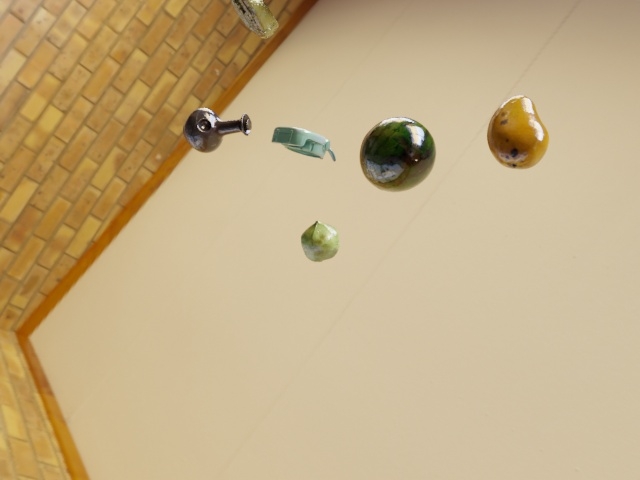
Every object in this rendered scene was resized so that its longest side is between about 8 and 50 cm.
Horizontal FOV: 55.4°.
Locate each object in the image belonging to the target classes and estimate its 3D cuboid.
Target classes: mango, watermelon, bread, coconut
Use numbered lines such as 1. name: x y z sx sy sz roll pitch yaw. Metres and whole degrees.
1. mango: 0.397 -0.218 1.245 0.115 0.090 0.178 -25 -130 22
2. watermelon: 0.241 -0.269 1.914 0.242 0.242 0.242 -29 -137 30
3. bread: -0.187 -0.637 1.702 0.064 0.156 0.117 -49 -139 -8
4. coconut: 0.000 0.000 1.359 0.087 0.096 0.088 -10 -153 5

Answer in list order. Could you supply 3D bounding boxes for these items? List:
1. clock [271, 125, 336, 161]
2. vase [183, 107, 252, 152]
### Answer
1. clock: -0.027 -0.200 1.275 0.101 0.135 0.041 15 -90 50
2. vase: -0.269 -0.296 1.617 0.182 0.120 0.120 -4 -125 19
